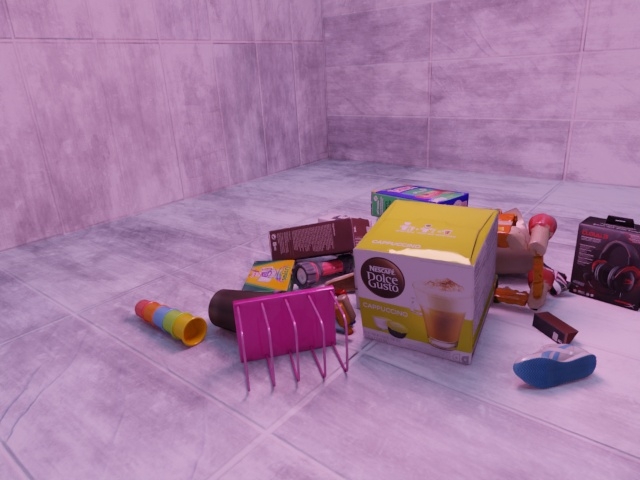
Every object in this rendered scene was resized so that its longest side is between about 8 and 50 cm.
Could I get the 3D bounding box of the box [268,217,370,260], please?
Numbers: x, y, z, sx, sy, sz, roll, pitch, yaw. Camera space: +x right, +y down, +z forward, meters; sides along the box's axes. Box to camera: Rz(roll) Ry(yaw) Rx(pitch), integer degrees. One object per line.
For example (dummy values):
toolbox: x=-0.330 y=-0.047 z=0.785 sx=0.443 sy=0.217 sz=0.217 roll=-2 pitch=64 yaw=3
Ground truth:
box: x=0.000 y=0.000 z=1.892 sx=0.381 sy=0.143 sz=0.191 roll=-10 pitch=-5 yaw=27

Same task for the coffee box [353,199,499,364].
coffee box: x=0.331 y=0.103 z=1.398 sx=0.338 sy=0.334 sz=0.338 roll=9 pitch=33 yaw=29

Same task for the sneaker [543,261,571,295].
sneaker: x=0.848 y=0.136 z=1.669 sx=0.077 sy=0.072 sz=0.178 roll=-12 pitch=32 yaw=7

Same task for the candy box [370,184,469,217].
candy box: x=0.416 y=-0.150 z=1.937 sx=0.317 sy=0.122 sz=0.268 roll=14 pitch=22 yaw=42

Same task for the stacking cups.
stacking cups: x=-0.506 y=0.260 z=1.535 sx=0.316 sy=0.096 sz=0.096 roll=12 pitch=25 yaw=41

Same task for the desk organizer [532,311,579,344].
desk organizer: x=0.707 y=0.265 z=1.387 sx=0.050 sy=0.047 sz=0.130 roll=-6 pitch=21 yaw=-15

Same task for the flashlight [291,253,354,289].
flashlight: x=0.030 y=0.113 z=1.786 sx=0.304 sy=0.103 sz=0.103 roll=-9 pitch=-25 yaw=-42

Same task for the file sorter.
file sorter: x=-0.079 y=0.274 z=1.269 sx=0.291 sy=0.202 sz=0.182 roll=-8 pitch=24 yaw=-12

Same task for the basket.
basket: x=-0.234 y=0.232 z=1.479 sx=0.227 sy=0.154 sz=0.204 roll=5 pitch=6 yaw=32

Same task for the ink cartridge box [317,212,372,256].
ink cartridge box: x=0.108 y=-0.018 z=2.049 sx=0.237 sy=0.171 sz=0.100 roll=14 pitch=27 yaw=39

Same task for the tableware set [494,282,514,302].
tableware set: x=0.614 y=0.180 z=1.663 sx=0.104 sy=0.024 sz=0.154 roll=-19 pitch=26 yaw=-19

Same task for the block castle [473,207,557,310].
block castle: x=0.559 y=0.043 z=1.594 sx=0.453 sy=0.303 sz=0.213 roll=5 pitch=34 yaw=30

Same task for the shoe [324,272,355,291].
shoe: x=0.120 y=0.154 z=1.725 sx=0.219 sy=0.076 sz=0.058 roll=-10 pitch=9 yaw=-6

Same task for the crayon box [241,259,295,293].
crayon box: x=-0.189 y=0.164 z=1.740 sx=0.165 sy=0.081 sz=0.278 roll=-2 pitch=20 yaw=3

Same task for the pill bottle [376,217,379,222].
pill bottle: x=0.404 y=-0.043 z=2.080 sx=0.302 sy=0.169 sz=0.169 roll=2 pitch=21 yaw=12

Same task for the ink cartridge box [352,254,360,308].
ink cartridge box: x=0.190 y=0.126 z=1.607 sx=0.087 sy=0.208 sz=0.153 roll=7 pitch=22 yaw=34

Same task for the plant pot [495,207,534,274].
plant pot: x=0.653 y=0.031 z=1.788 sx=0.274 sy=0.256 sz=0.256 roll=-15 pitch=18 yaw=15

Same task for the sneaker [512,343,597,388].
sneaker: x=0.600 y=0.324 z=1.208 sx=0.229 sy=0.087 sz=0.092 roll=-1 pitch=12 yaw=-15

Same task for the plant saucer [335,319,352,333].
plant saucer: x=0.016 y=0.267 z=1.527 sx=0.192 sy=0.018 sz=0.067 roll=12 pitch=25 yaw=33

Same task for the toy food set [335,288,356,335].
toy food set: x=0.043 y=0.231 z=1.505 sx=0.111 sy=0.104 sz=0.232 roll=-32 pitch=14 yaw=-28

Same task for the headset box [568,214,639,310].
headset box: x=0.985 y=0.057 z=1.545 sx=0.110 sy=0.293 sz=0.218 roll=-21 pitch=27 yaw=-39
